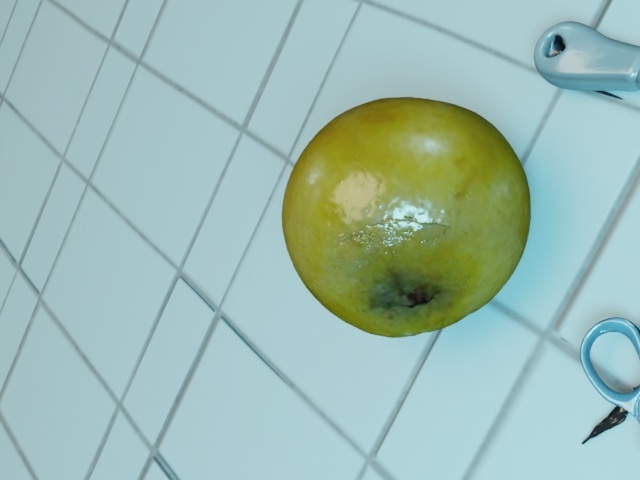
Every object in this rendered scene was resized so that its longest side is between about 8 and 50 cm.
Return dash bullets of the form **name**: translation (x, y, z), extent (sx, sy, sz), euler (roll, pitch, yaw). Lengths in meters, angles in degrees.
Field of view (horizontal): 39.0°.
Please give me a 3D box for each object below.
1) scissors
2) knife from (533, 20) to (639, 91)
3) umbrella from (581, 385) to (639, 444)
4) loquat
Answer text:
- **scissors**: translation (0.323, 0.186, 0.820), extent (0.125, 0.030, 0.256), euler (-21, 68, 27)
- **knife**: translation (0.362, -0.171, 0.885), extent (0.331, 0.044, 0.080), euler (19, 86, 41)
- **umbrella**: translation (0.296, 0.160, 0.874), extent (0.122, 0.013, 0.022), euler (-44, 72, 27)
- **loquat**: translation (0.091, -0.026, 0.959), extent (0.263, 0.263, 0.263), euler (-14, 69, 43)
